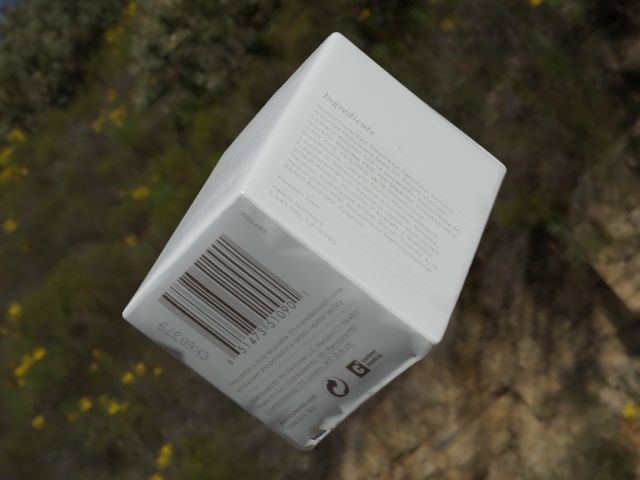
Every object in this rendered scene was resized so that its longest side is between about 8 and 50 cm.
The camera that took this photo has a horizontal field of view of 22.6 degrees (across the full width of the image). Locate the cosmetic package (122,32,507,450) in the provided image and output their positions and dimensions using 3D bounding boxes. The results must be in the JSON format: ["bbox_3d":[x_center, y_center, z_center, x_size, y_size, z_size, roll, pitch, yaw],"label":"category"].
[{"bbox_3d":[0.000,0.000,1.019,0.151,0.151,0.183,-43,13,42],"label":"cosmetic package"}]
